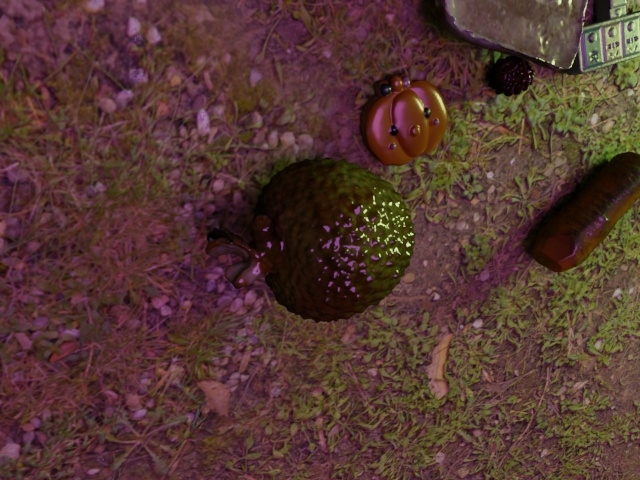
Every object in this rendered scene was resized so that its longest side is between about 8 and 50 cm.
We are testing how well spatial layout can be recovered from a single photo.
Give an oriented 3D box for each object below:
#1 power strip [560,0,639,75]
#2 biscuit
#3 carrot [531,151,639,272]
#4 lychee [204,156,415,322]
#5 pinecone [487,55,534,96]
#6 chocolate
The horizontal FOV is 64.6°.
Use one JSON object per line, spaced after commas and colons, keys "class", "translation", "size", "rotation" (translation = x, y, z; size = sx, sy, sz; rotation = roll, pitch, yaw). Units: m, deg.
{"class": "power strip", "translation": [0.572, -0.423, 1.000], "size": [0.216, 0.061, 0.145], "rotation": [-19, 109, -15]}
{"class": "biscuit", "translation": [0.153, -0.218, 0.904], "size": [0.170, 0.050, 0.170], "rotation": [-8, 113, -20]}
{"class": "carrot", "translation": [0.598, -0.059, 1.120], "size": [0.302, 0.114, 0.114], "rotation": [-45, 120, -3]}
{"class": "lychee", "translation": [0.009, -0.002, 0.818], "size": [0.320, 0.270, 0.269], "rotation": [3, 113, -59]}
{"class": "pinecone", "translation": [0.359, -0.304, 0.946], "size": [0.083, 0.077, 0.077], "rotation": [10, 106, -36]}
{"class": "chocolate", "translation": [0.320, -0.406, 0.862], "size": [0.303, 0.100, 0.185], "rotation": [8, 94, -22]}
